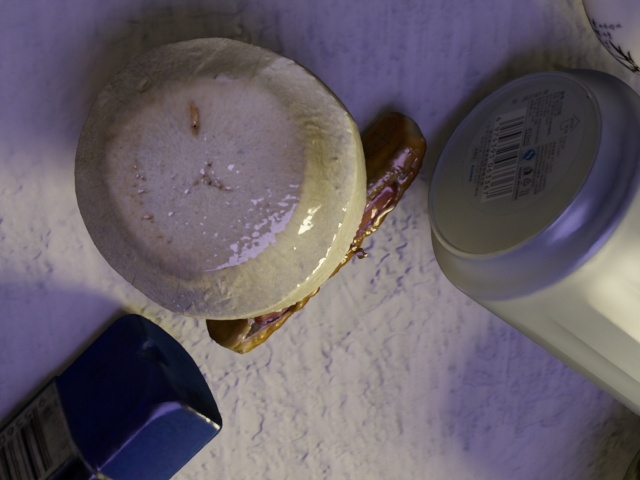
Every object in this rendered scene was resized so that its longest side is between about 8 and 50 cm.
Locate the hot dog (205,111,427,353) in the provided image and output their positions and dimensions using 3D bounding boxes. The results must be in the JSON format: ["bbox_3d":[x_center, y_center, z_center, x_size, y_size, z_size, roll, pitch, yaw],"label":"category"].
[{"bbox_3d":[-0.003,-0.003,1.528,0.061,0.088,0.286,33,112,-33],"label":"hot dog"}]

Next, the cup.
[{"bbox_3d":[0.304,-0.022,1.525,0.323,0.237,0.327,-45,126,13],"label":"cup"}]

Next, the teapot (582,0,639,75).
[{"bbox_3d":[0.303,-0.245,1.445,0.300,0.166,0.208,4,104,-12],"label":"teapot"}]

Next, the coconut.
[{"bbox_3d":[-0.079,-0.051,1.372,0.237,0.266,0.237,0,86,1],"label":"coconut"}]

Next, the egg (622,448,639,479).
[{"bbox_3d":[0.521,0.313,1.774,0.428,0.345,0.345,-16,128,-27],"label":"egg"}]

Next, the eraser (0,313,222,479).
[{"bbox_3d":[-0.248,0.225,1.543,0.332,0.155,0.101,-44,129,10],"label":"eraser"}]
